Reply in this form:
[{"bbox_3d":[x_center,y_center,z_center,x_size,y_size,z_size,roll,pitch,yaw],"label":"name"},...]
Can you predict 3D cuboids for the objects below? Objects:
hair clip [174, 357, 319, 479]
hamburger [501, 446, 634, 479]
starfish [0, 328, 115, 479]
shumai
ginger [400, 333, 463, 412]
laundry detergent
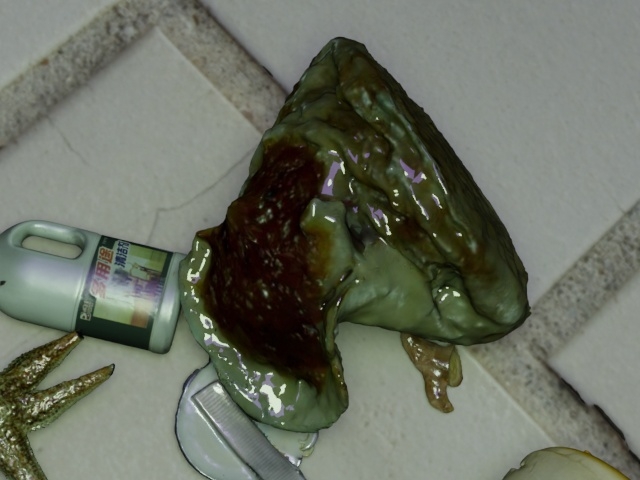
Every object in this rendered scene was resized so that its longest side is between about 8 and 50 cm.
[{"bbox_3d":[-0.071,0.176,1.367,0.116,0.049,0.172,-36,76,-22],"label":"hair clip"},{"bbox_3d":[0.256,0.312,1.264,0.151,0.227,0.295,-25,76,-28],"label":"hamburger"},{"bbox_3d":[-0.286,0.164,1.325,0.223,0.050,0.217,-39,74,-3],"label":"starfish"},{"bbox_3d":[0.000,0.000,1.362,0.288,0.292,0.330,-36,61,10],"label":"shumai"},{"bbox_3d":[0.113,0.117,1.420,0.048,0.030,0.097,-22,76,-13],"label":"ginger"},{"bbox_3d":[-0.239,0.035,1.383,0.226,0.070,0.099,14,78,-1],"label":"laundry detergent"}]
